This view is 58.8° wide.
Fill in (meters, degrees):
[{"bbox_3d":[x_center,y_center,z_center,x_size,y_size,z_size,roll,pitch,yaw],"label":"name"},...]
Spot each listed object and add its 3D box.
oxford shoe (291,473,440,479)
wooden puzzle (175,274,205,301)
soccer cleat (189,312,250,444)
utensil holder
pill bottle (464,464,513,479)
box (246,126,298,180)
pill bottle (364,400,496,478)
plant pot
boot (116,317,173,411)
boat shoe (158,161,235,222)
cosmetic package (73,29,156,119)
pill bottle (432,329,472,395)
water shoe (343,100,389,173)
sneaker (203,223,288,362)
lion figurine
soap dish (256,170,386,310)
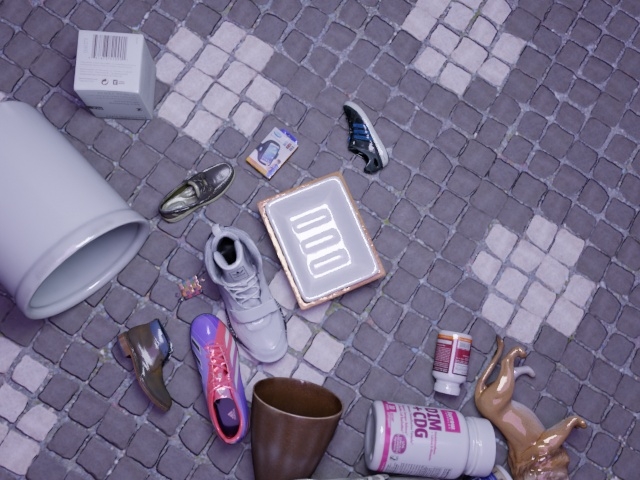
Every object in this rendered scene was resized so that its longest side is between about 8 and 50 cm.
[{"bbox_3d":[0.096,0.589,1.254,0.450,0.169,0.130,2,123,-16],"label":"oxford shoe"},{"bbox_3d":[-0.329,0.119,1.436,0.083,0.006,0.049,-24,84,-8],"label":"wooden puzzle"},{"bbox_3d":[-0.239,0.327,1.358,0.109,0.116,0.318,-15,84,-7],"label":"soccer cleat"},{"bbox_3d":[-0.637,-0.073,1.282,0.328,0.327,0.385,-42,84,-9],"label":"utensil holder"},{"bbox_3d":[0.377,0.632,1.371,0.187,0.112,0.111,-23,84,-9],"label":"pill bottle"},{"bbox_3d":[-0.122,-0.234,1.496,0.081,0.028,0.136,39,82,2],"label":"box"},{"bbox_3d":[0.257,0.479,1.358,0.283,0.160,0.160,8,81,-4],"label":"pill bottle"},{"bbox_3d":[-0.074,0.469,1.323,0.216,0.215,0.230,12,96,-3],"label":"plant pot"},{"bbox_3d":[-0.391,0.295,1.368,0.106,0.082,0.219,-33,84,-6],"label":"boot"},{"bbox_3d":[-0.312,-0.126,1.440,0.224,0.073,0.080,-36,86,-9],"label":"boat shoe"},{"bbox_3d":[-0.502,-0.403,1.408,0.152,0.183,0.151,2,81,-5],"label":"cosmetic package"},{"bbox_3d":[0.328,0.306,1.428,0.086,0.086,0.151,13,81,-3],"label":"pill bottle"},{"bbox_3d":[0.102,-0.273,1.499,0.080,0.073,0.203,-31,85,-6],"label":"water shoe"},{"bbox_3d":[-0.181,0.124,1.346,0.138,0.210,0.365,-23,84,-8],"label":"sneaker"},{"bbox_3d":[0.493,0.452,1.411,0.240,0.142,0.392,-38,74,-3],"label":"lion figurine"},{"bbox_3d":[0.000,0.000,1.427,0.229,0.118,0.290,-23,84,-8],"label":"soap dish"}]
